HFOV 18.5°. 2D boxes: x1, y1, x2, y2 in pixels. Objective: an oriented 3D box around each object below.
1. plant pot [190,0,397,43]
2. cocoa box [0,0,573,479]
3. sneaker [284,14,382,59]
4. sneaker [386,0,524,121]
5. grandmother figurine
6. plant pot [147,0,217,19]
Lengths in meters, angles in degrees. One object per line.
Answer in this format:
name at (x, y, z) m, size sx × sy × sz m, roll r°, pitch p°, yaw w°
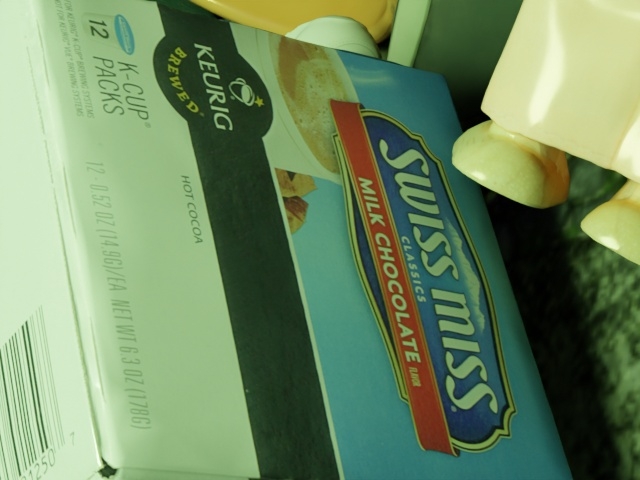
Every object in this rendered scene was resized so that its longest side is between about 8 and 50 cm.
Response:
plant pot at (-0.032, -0.270, 1.081) m, size 0.203 × 0.291 × 0.291 m, roll -58°, pitch 27°, yaw -15°
cocoa box at (-0.098, 0.088, 0.883) m, size 0.347 × 0.228 × 0.231 m, roll -43°, pitch 49°, yaw 40°
sneaker at (0.000, 0.000, 1.030) m, size 0.095 × 0.090 × 0.235 m, roll 20°, pitch 99°, yaw 60°
sneaker at (0.091, -0.088, 0.944) m, size 0.222 × 0.118 × 0.083 m, roll 99°, pitch -179°, yaw -46°
grandmother figurine at (0.165, -0.167, 0.783) m, size 0.342 × 0.207 × 0.104 m, roll -64°, pitch -1°, yaw 14°
plant pot at (-0.201, -0.098, 1.273) m, size 0.252 × 0.248 × 0.247 m, roll 31°, pitch 99°, yaw 42°
